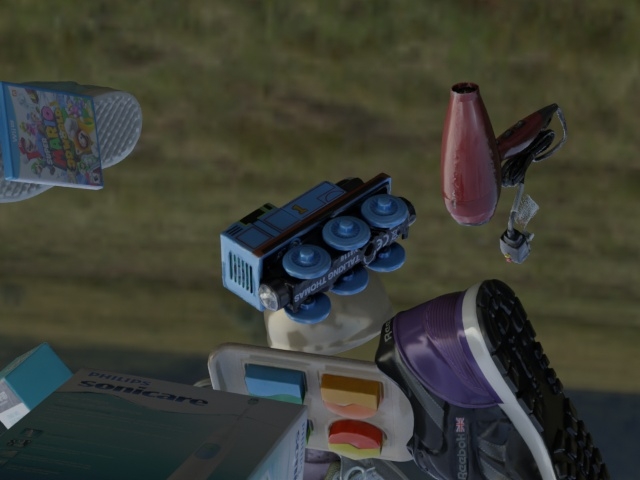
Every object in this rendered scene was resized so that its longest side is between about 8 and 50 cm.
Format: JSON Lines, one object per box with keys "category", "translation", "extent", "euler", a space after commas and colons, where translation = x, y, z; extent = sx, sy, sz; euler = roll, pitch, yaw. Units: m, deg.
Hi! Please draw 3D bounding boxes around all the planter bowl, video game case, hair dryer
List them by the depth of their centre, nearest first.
{"category": "video game case", "translation": [-0.328, -0.126, 2.180], "extent": [0.015, 0.119, 0.166], "euler": [-12, 171, 32]}
{"category": "planter bowl", "translation": [0.000, 0.060, 2.205], "extent": [0.162, 0.109, 0.162], "euler": [-13, -158, 5]}
{"category": "hair dryer", "translation": [0.227, -0.118, 2.368], "extent": [0.080, 0.224, 0.293], "euler": [8, 161, 29]}

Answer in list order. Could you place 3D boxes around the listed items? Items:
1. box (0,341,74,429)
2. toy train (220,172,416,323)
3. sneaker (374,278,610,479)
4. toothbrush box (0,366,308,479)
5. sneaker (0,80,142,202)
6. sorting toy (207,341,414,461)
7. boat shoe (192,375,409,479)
{"category": "box", "translation": [-0.230, 0.218, 1.786], "extent": [0.060, 0.244, 0.100], "euler": [-43, -172, -28]}
{"category": "toy train", "translation": [0.000, 0.000, 1.600], "extent": [0.105, 0.080, 0.184], "euler": [33, -130, 32]}
{"category": "sneaker", "translation": [0.142, 0.169, 1.449], "extent": [0.124, 0.283, 0.107], "euler": [-19, -167, 29]}
{"category": "toothbrush box", "translation": [-0.153, 0.220, 1.462], "extent": [0.216, 0.126, 0.295], "euler": [8, -162, 13]}
{"category": "sneaker", "translation": [-0.396, -0.129, 2.261], "extent": [0.150, 0.135, 0.366], "euler": [11, -167, 35]}
{"category": "sorting toy", "translation": [-0.002, 0.171, 1.807], "extent": [0.208, 0.038, 0.193], "euler": [3, 146, 7]}
{"category": "boat shoe", "translation": [-0.026, 0.271, 2.126], "extent": [0.320, 0.118, 0.103], "euler": [33, -168, -1]}
